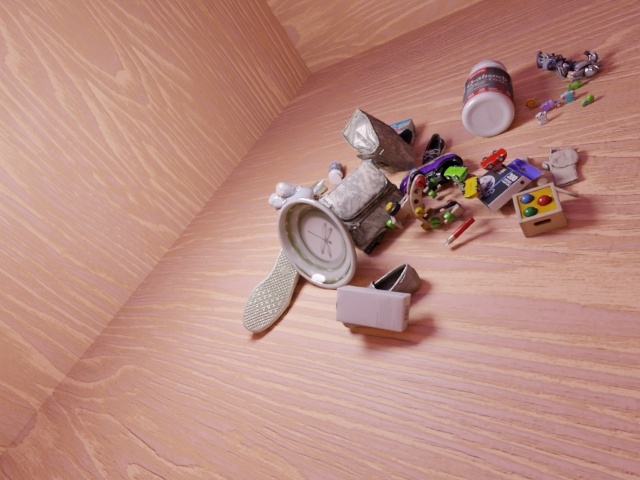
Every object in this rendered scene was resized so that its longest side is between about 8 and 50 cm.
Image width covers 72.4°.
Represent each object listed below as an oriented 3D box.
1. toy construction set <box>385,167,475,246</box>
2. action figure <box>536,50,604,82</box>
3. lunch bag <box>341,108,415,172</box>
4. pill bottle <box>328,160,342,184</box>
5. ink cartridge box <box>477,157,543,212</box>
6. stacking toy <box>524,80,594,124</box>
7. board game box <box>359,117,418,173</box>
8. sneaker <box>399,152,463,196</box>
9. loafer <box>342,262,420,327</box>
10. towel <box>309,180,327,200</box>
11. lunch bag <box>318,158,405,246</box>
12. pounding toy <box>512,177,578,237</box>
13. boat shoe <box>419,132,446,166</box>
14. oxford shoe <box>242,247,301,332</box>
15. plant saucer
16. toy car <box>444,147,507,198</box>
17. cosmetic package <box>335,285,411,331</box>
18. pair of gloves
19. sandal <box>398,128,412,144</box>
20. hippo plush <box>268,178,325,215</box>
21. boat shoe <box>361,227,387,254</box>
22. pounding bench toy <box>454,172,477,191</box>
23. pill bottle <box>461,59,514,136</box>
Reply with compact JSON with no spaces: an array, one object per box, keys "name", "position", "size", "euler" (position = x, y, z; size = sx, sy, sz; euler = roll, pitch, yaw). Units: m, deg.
[{"name":"toy construction set","position":[0.391,-0.089,1.638],"size":[0.237,0.257,0.309],"euler":[-48,44,17]},{"name":"action figure","position":[1.049,-0.739,1.841],"size":[0.185,0.099,0.285],"euler":[-17,32,-13]},{"name":"lunch bag","position":[0.259,-0.411,1.903],"size":[0.169,0.235,0.287],"euler":[-55,39,24]},{"name":"pill bottle","position":[0.083,-0.370,2.398],"size":[0.078,0.078,0.137],"euler":[-25,34,22]},{"name":"ink cartridge box","position":[0.659,-0.216,1.578],"size":[0.208,0.045,0.206],"euler":[-41,19,15]},{"name":"stacking toy","position":[0.963,-0.566,1.769],"size":[0.221,0.052,0.167],"euler":[-22,35,25]},{"name":"board game box","position":[0.352,-0.472,2.238],"size":[0.224,0.097,0.303],"euler":[-9,42,38]},{"name":"sneaker","position":[0.463,-0.265,1.823],"size":[0.293,0.102,0.146],"euler":[-34,19,9]},{"name":"loafer","position":[0.196,0.189,1.531],"size":[0.319,0.111,0.112],"euler":[-36,33,5]},{"name":"towel","position":[-0.027,-0.278,2.444],"size":[0.110,0.027,0.148],"euler":[-41,31,-5]},{"name":"lunch bag","position":[0.168,-0.156,1.821],"size":[0.305,0.256,0.212],"euler":[-43,8,-6]},{"name":"pounding toy","position":[0.722,-0.138,1.404],"size":[0.181,0.094,0.206],"euler":[-19,44,29]},{"name":"boat shoe","position":[0.506,-0.388,1.984],"size":[0.095,0.079,0.254],"euler":[-2,47,44]},{"name":"oxford shoe","position":[-0.187,0.203,1.912],"size":[0.449,0.169,0.130],"euler":[-62,-6,-21]},{"name":"plant saucer","position":[0.000,0.000,1.752],"size":[0.400,0.400,0.100],"euler":[-2,24,44]},{"name":"toy car","position":[0.567,-0.247,1.653],"size":[0.239,0.053,0.225],"euler":[-51,28,-10]},{"name":"cosmetic package","position":[0.171,0.221,1.438],"size":[0.231,0.085,0.117],"euler":[7,94,26]},{"name":"pair of gloves","position":[0.788,-0.257,1.561],"size":[0.240,0.042,0.204],"euler":[-10,42,37]},{"name":"sandal","position":[0.335,-0.437,2.067],"size":[0.254,0.054,0.097],"euler":[-44,36,0]},{"name":"hippo plush","position":[-0.109,-0.151,2.252],"size":[0.294,0.234,0.236],"euler":[-4,49,-17]},{"name":"boat shoe","position":[0.230,0.004,1.806],"size":[0.142,0.049,0.040],"euler":[-42,66,-14]},{"name":"pounding bench toy","position":[0.580,-0.233,1.735],"size":[0.065,0.052,0.083],"euler":[-43,31,-7]},{"name":"pill bottle","position":[0.742,-0.641,1.941],"size":[0.210,0.210,0.363],"euler":[-16,38,33]}]
